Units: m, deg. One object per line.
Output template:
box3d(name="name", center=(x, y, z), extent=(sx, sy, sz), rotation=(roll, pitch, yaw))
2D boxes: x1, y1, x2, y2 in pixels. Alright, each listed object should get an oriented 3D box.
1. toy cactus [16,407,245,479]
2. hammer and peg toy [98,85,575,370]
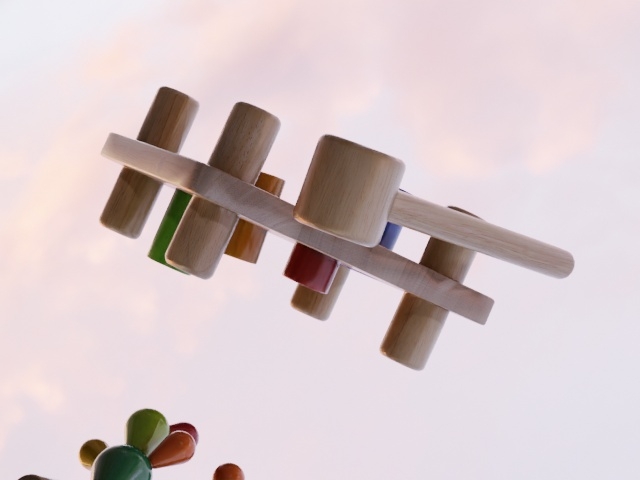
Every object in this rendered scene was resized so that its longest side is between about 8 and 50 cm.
box3d(name="toy cactus", center=(-0.122, 0.182, 0.894), extent=(0.112, 0.180, 0.219), rotation=(-16, -126, 28))
box3d(name="hammer and peg toy", center=(0.000, 0.000, 1.112), extent=(0.127, 0.266, 0.361), rotation=(-66, -155, -1))
